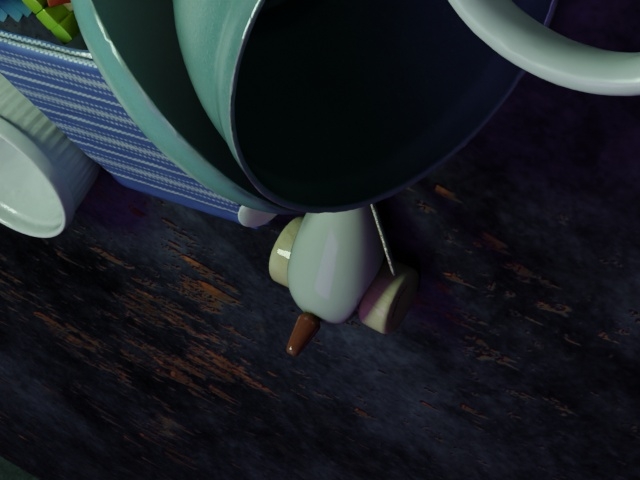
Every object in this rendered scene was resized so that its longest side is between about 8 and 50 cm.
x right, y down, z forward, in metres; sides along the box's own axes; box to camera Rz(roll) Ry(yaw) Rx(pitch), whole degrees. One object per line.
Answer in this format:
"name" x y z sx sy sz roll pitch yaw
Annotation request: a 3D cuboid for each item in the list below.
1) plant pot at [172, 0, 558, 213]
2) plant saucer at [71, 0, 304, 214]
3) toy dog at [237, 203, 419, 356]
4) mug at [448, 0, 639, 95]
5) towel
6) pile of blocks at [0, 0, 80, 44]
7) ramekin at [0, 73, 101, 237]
"plant pot" 0.008 -0.196 0.843 0.196 0.293 0.293 47 158 33
"plant saucer" -0.099 -0.152 0.938 0.043 0.318 0.317 -31 115 24
"toy dog" 0.000 0.000 1.180 0.220 0.161 0.334 9 140 34
"mug" 0.170 -0.247 0.568 0.328 0.276 0.374 29 129 19
"towel" -0.208 -0.123 1.236 0.243 0.040 0.336 17 162 29
"pile of blocks" -0.328 -0.259 1.176 0.362 0.113 0.149 10 140 34
"ramekin" -0.371 -0.113 1.411 0.207 0.109 0.207 23 147 16
